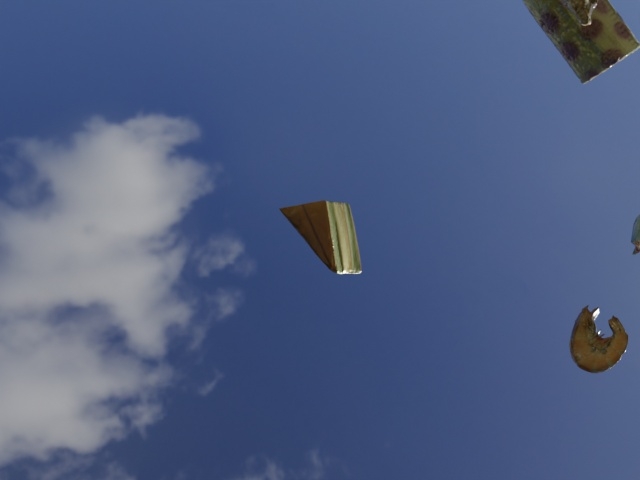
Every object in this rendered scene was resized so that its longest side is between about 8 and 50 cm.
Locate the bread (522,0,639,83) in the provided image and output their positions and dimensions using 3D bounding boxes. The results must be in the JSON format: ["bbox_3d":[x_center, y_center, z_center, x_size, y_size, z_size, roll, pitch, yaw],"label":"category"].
[{"bbox_3d":[0.755,-0.641,2.221,0.155,0.187,0.338,-31,-95,-27],"label":"bread"}]

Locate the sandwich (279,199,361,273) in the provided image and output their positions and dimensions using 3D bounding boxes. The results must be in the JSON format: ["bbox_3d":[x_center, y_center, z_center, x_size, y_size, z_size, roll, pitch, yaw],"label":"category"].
[{"bbox_3d":[0.000,0.000,1.798,0.117,0.144,0.187,2,-104,-51],"label":"sandwich"}]

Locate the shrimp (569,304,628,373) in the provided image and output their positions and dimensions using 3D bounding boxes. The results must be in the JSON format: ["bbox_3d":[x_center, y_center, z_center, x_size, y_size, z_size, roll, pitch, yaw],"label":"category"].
[{"bbox_3d":[0.661,0.232,1.800,0.133,0.051,0.187,-5,-127,22],"label":"shrimp"}]

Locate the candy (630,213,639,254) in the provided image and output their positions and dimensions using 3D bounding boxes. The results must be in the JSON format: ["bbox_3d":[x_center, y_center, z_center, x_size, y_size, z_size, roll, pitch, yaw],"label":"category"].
[{"bbox_3d":[0.449,-0.018,1.053,0.020,0.030,0.083,22,-117,5],"label":"candy"}]

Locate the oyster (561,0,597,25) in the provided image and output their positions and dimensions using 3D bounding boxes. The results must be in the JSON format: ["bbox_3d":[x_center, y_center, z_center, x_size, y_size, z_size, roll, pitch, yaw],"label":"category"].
[{"bbox_3d":[0.561,-0.668,1.768,0.111,0.341,0.166,-8,-175,-22],"label":"oyster"}]
